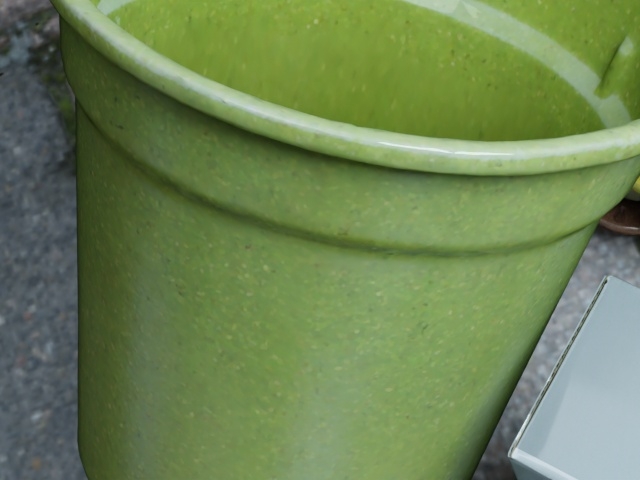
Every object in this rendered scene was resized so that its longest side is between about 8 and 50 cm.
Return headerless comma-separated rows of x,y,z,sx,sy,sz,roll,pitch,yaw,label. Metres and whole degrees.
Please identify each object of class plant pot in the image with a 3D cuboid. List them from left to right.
0.000,0.000,0.809,0.276,0.254,0.276,10,31,-6,plant pot

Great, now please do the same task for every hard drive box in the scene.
0.207,0.125,0.783,0.232,0.181,0.089,26,77,20,hard drive box

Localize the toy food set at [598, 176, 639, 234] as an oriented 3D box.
0.189,-0.039,0.918,0.218,0.071,0.128,24,51,17,toy food set
